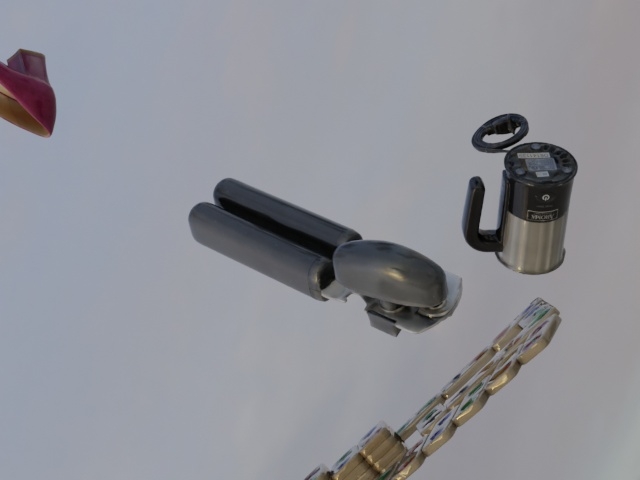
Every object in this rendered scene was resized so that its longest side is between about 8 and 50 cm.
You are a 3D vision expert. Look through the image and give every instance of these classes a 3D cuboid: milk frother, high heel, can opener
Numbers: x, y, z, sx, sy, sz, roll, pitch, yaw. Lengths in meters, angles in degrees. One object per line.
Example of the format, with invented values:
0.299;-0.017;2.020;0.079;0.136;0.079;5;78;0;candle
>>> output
0.232;-0.059;1.868;0.143;0.129;0.135;-71;-13;-49;milk frother
-0.462;-0.199;2.108;0.244;0.082;0.117;6;-115;-42;high heel
0.000;0.000;1.418;0.076;0.283;0.095;-46;-36;-29;can opener

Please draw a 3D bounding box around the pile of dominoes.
0.085;0.127;1.258;0.251;0.040;0.196;-44;0;0;pile of dominoes
